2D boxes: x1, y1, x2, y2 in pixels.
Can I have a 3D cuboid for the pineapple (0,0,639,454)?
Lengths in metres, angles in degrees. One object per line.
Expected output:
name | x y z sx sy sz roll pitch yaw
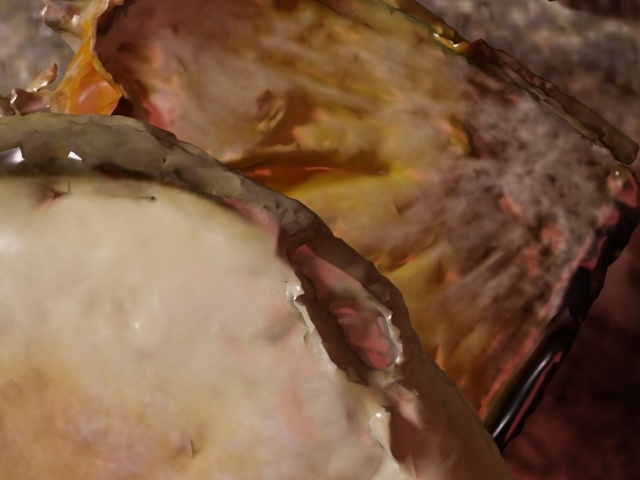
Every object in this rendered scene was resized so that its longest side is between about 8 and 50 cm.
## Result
pineapple | 0.000 0.000 0.572 0.186 0.114 0.236 -15 92 -13

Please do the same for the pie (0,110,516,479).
pie | -0.078 0.123 0.495 0.338 0.075 0.337 2 101 9
